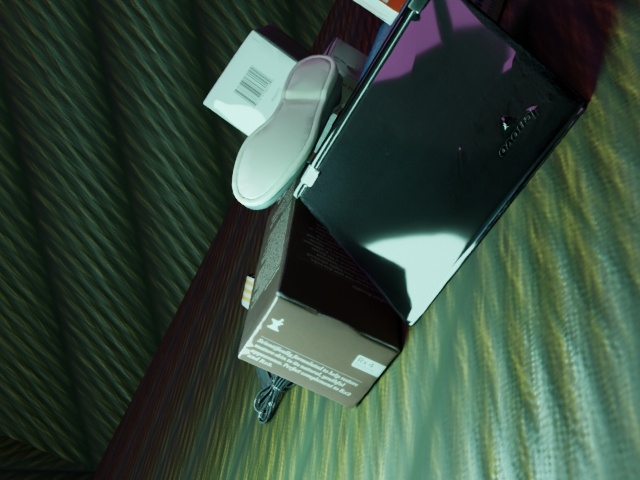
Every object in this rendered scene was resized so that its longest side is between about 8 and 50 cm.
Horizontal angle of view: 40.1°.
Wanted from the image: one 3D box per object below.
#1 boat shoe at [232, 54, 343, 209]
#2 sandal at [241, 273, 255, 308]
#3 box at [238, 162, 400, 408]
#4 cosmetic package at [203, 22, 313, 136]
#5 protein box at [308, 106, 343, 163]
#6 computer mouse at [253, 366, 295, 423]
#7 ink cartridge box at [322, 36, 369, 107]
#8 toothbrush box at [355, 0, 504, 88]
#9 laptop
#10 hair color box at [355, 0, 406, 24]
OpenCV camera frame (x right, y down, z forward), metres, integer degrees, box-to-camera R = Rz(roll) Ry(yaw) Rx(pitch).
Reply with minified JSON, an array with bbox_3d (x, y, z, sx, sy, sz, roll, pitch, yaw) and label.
[{"bbox_3d":[-0.040,-0.161,1.417,0.099,0.116,0.319,67,-142,-49],"label":"boat shoe"},{"bbox_3d":[-0.136,0.088,2.103,0.265,0.076,0.102,-64,12,-3],"label":"sandal"},{"bbox_3d":[0.009,0.053,1.340,0.143,0.191,0.381,-57,13,29],"label":"box"},{"bbox_3d":[-0.126,-0.364,1.968,0.197,0.155,0.365,-53,7,15],"label":"cosmetic package"},{"bbox_3d":[0.008,-0.173,1.756,0.136,0.201,0.200,-67,13,-15],"label":"protein box"},{"bbox_3d":[-0.085,0.201,1.686,0.188,0.072,0.272,-59,14,25],"label":"computer mouse"},{"bbox_3d":[0.044,-0.352,2.064,0.218,0.158,0.092,-43,21,57],"label":"ink cartridge box"},{"bbox_3d":[0.178,-0.320,1.542,0.216,0.126,0.295,-68,15,-15],"label":"toothbrush box"},{"bbox_3d":[0.157,-0.170,1.252,0.382,0.236,0.408,-56,4,30],"label":"laptop"},{"bbox_3d":[0.077,-0.347,1.197,0.053,0.093,0.167,-57,4,7],"label":"hair color box"}]
